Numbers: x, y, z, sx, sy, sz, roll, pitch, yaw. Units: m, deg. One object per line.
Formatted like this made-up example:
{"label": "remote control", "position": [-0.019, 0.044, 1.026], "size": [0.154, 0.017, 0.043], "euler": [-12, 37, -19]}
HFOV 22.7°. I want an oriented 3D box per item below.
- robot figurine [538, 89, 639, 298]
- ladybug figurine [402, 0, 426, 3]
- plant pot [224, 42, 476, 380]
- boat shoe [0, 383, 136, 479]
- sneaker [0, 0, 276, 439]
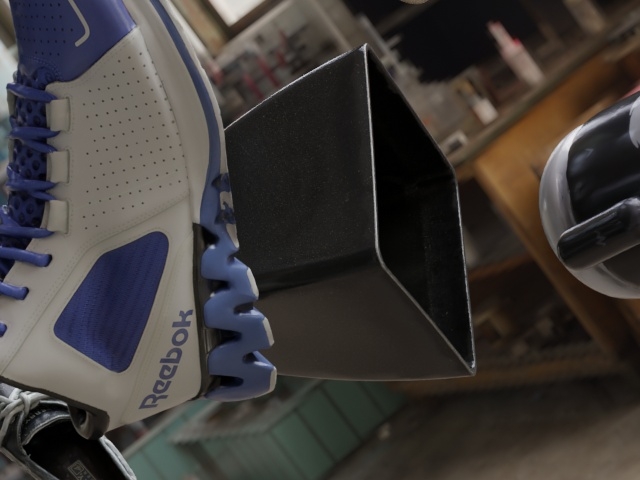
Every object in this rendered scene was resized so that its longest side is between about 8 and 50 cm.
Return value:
{"label": "robot figurine", "position": [0.310, -0.049, 1.343], "size": [0.278, 0.209, 0.174], "euler": [-29, 51, 52]}
{"label": "ladybug figurine", "position": [0.008, -0.430, 1.445], "size": [0.162, 0.449, 0.305], "euler": [-34, 4, 9]}
{"label": "plant pot", "position": [0.000, 0.000, 1.175], "size": [0.167, 0.188, 0.187], "euler": [-16, 55, 21]}
{"label": "boat shoe", "position": [-0.297, 0.194, 1.669], "size": [0.113, 0.306, 0.105], "euler": [-35, -21, -21]}
{"label": "sneaker", "position": [-0.148, -0.006, 0.928], "size": [0.182, 0.316, 0.127], "euler": [-26, 27, -22]}
